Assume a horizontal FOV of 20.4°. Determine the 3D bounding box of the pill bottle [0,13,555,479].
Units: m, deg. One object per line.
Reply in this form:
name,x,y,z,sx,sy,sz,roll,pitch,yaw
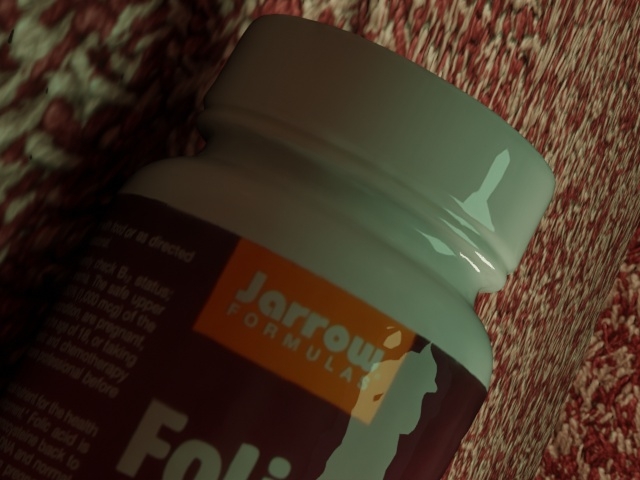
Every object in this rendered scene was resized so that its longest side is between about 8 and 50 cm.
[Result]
pill bottle,-0.048,0.097,0.924,0.392,0.224,0.224,-61,164,-8
